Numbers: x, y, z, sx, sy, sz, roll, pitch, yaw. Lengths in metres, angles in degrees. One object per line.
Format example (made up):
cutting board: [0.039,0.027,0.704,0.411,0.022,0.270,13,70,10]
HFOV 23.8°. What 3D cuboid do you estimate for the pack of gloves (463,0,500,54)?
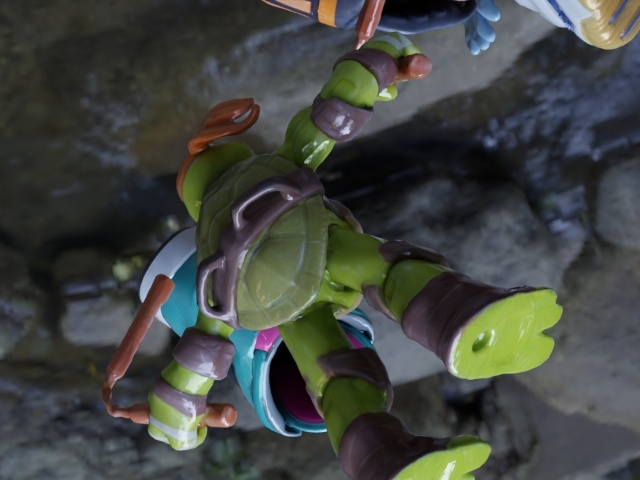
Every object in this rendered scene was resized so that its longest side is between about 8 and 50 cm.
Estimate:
pack of gloves: [0.156,-0.322,1.574,0.046,0.232,0.195,5,136,-14]

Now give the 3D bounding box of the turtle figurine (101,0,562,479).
turtle figurine: [0.000,0.000,0.648,0.087,0.217,0.269,25,102,-48]

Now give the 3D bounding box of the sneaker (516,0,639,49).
sneaker: [0.067,-0.194,0.590,0.112,0.131,0.296,-48,150,-20]

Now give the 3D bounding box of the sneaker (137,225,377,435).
sneaker: [-0.022,0.090,1.309,0.124,0.178,0.295,-53,156,2]

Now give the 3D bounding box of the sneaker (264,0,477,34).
sneaker: [0.082,-0.268,1.227,0.321,0.180,0.124,-50,158,-28]
